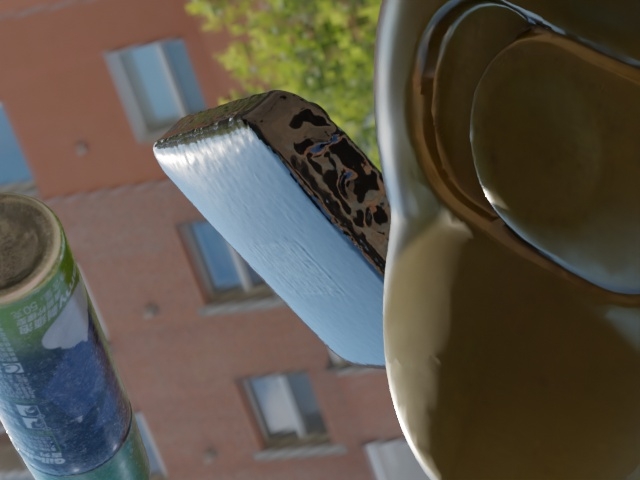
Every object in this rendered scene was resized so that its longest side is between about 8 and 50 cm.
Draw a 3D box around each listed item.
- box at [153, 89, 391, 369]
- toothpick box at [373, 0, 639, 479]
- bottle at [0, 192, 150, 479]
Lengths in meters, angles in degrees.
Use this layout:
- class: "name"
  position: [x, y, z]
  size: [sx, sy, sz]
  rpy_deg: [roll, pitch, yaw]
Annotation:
- class: "box"
  position: [0.000, 0.000, 1.353]
  size: [0.073, 0.290, 0.289]
  rpy_deg: [-47, -165, -18]
- class: "toothpick box"
  position: [0.233, -0.074, 0.722]
  size: [0.425, 0.408, 0.409]
  rpy_deg: [-13, -160, -39]
- class: "bottle"
  position: [-0.193, 0.098, 1.133]
  size: [0.093, 0.330, 0.093]
  rpy_deg: [-3, -125, 4]
